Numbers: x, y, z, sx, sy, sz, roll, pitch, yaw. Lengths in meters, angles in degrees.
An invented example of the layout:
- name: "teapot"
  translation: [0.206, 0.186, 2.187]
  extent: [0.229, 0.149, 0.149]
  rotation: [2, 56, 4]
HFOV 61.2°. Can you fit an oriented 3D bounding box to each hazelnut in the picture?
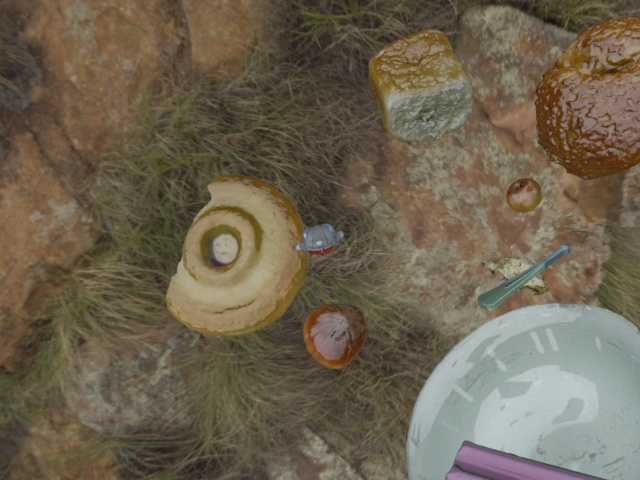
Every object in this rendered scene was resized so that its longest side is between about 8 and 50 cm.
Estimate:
- name: "hazelnut"
  translation: [0.033, 0.245, 1.455]
  extent: [0.182, 0.182, 0.182]
  rotation: [0, 89, 19]

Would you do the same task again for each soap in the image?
- name: "soap"
  translation: [0.251, 0.314, 0.615]
  extent: [0.203, 0.065, 0.122]
  rotation: [4, 117, 32]

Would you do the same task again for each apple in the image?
- name: "apple"
  translation: [0.470, -0.103, 1.246]
  extent: [0.084, 0.084, 0.071]
  rotation: [-36, 110, 16]

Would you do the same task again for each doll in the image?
- name: "doll"
  translation: [0.000, -0.001, 0.648]
  extent: [0.057, 0.114, 0.039]
  rotation: [12, 88, -1]

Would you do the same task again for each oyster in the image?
- name: "oyster"
  translation: [0.421, 0.064, 1.170]
  extent: [0.133, 0.209, 0.071]
  rotation: [31, 102, 14]

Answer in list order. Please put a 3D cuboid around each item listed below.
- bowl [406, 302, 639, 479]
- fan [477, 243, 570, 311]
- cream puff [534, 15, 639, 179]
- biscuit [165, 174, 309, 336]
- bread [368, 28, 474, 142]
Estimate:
- name: "bowl"
  translation: [0.372, 0.328, 0.881]
  extent: [0.435, 0.434, 0.196]
  rotation: [-40, 113, 15]
- name: "fan"
  translation: [0.338, 0.057, 0.892]
  extent: [0.193, 0.038, 0.016]
  rotation: [-30, 123, -15]
- name: "cream puff"
  translation: [0.534, -0.281, 1.040]
  extent: [0.212, 0.303, 0.303]
  rotation: [25, 99, -12]
- name: "biscuit"
  translation: [-0.126, 0.026, 0.899]
  extent: [0.213, 0.091, 0.274]
  rotation: [11, 74, 9]
- name: "bread"
  translation: [0.218, -0.315, 1.178]
  extent: [0.196, 0.176, 0.246]
  rotation: [-17, 50, 8]
